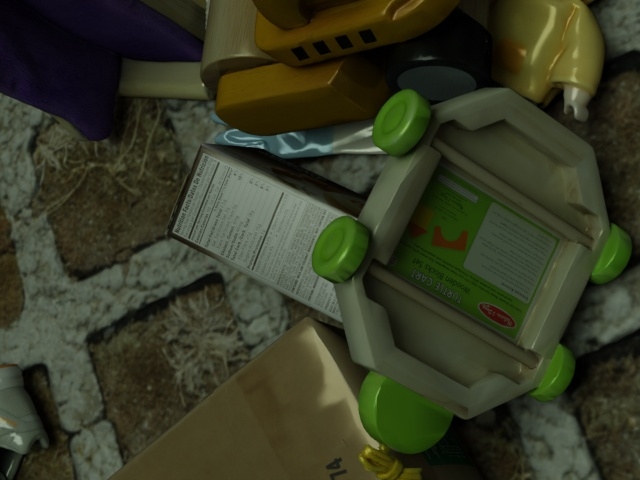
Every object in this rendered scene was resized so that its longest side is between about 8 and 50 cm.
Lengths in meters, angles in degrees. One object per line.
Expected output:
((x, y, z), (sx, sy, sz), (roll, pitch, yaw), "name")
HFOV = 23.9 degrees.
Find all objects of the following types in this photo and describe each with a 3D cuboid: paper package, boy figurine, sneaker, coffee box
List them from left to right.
((-0.410, 0.256, 1.677), (0.262, 0.099, 0.121), (-42, 70, 20), "sneaker")
((0.000, 0.000, 1.428), (0.246, 0.141, 0.098), (26, 100, 22), "coffee box")
((0.002, 0.284, 1.395), (0.309, 0.168, 0.325), (-40, 66, 18), "paper package")
((0.189, -0.176, 1.393), (0.177, 0.092, 0.285), (41, 106, 30), "boy figurine")

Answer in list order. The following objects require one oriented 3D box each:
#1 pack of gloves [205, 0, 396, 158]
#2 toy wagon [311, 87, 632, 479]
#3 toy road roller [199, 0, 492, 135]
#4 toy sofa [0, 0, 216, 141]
((-0.003, -0.177, 1.539), (0.232, 0.046, 0.195), (-2, 83, 19), "pack of gloves")
((0.114, 0.044, 1.292), (0.068, 0.267, 0.344), (13, 75, 61), "toy wagon")
((-0.005, -0.241, 1.350), (0.330, 0.241, 0.202), (-8, 67, 37), "toy road roller")
((-0.253, -0.219, 1.495), (0.150, 0.362, 0.177), (4, 79, 29), "toy sofa")
